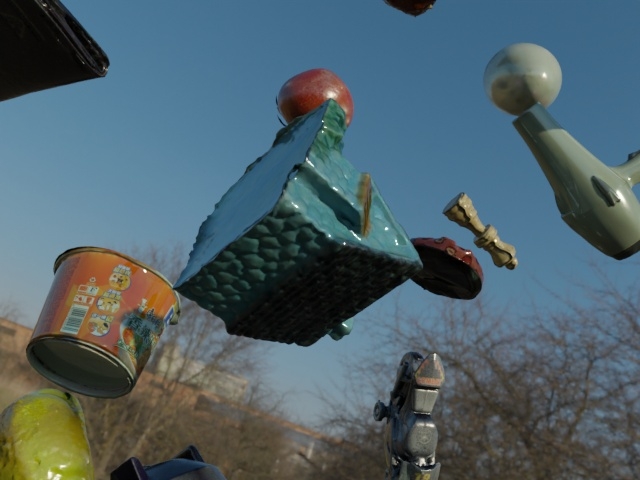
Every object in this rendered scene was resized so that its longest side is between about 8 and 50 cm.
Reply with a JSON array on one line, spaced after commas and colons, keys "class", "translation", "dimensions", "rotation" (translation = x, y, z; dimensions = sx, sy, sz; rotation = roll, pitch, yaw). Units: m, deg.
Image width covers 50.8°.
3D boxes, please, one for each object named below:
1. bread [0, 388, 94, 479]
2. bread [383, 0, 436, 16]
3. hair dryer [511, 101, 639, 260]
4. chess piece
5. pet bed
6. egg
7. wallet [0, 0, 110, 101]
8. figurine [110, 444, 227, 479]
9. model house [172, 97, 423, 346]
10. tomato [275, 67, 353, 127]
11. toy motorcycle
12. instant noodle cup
[{"class": "bread", "translation": [-0.344, 0.316, 0.723], "dimensions": [0.112, 0.166, 0.383], "rotation": [5, -46, -37]}, {"class": "bread", "translation": [0.226, -0.580, 1.398], "dimensions": [0.139, 0.077, 0.271], "rotation": [23, -28, -14]}, {"class": "hair dryer", "translation": [0.380, -0.136, 0.887], "dimensions": [0.229, 0.267, 0.092], "rotation": [36, -8, 2]}, {"class": "chess piece", "translation": [0.305, -0.011, 1.257], "dimensions": [0.172, 0.060, 0.060], "rotation": [45, -23, -4]}, {"class": "pet bed", "translation": [0.254, 0.060, 1.423], "dimensions": [0.201, 0.053, 0.201], "rotation": [23, -27, 13]}, {"class": "egg", "translation": [0.416, -0.330, 1.388], "dimensions": [0.151, 0.151, 0.209], "rotation": [20, 16, -3]}, {"class": "wallet", "translation": [-0.427, -0.227, 0.805], "dimensions": [0.318, 0.045, 0.172], "rotation": [-6, -34, 22]}, {"class": "figurine", "translation": [-0.130, 0.362, 0.738], "dimensions": [0.143, 0.308, 0.308], "rotation": [-26, -20, -7]}, {"class": "model house", "translation": [0.000, 0.000, 0.864], "dimensions": [0.241, 0.225, 0.261], "rotation": [40, -52, -17]}, {"class": "tomato", "translation": [-0.009, -0.293, 1.437], "dimensions": [0.168, 0.167, 0.167], "rotation": [17, -19, 6]}, {"class": "toy motorcycle", "translation": [0.175, 0.365, 1.287], "dimensions": [0.108, 0.306, 0.173], "rotation": [9, -7, -13]}, {"class": "instant noodle cup", "translation": [-0.470, 0.185, 1.426], "dimensions": [0.297, 0.213, 0.296], "rotation": [8, -41, 7]}]
